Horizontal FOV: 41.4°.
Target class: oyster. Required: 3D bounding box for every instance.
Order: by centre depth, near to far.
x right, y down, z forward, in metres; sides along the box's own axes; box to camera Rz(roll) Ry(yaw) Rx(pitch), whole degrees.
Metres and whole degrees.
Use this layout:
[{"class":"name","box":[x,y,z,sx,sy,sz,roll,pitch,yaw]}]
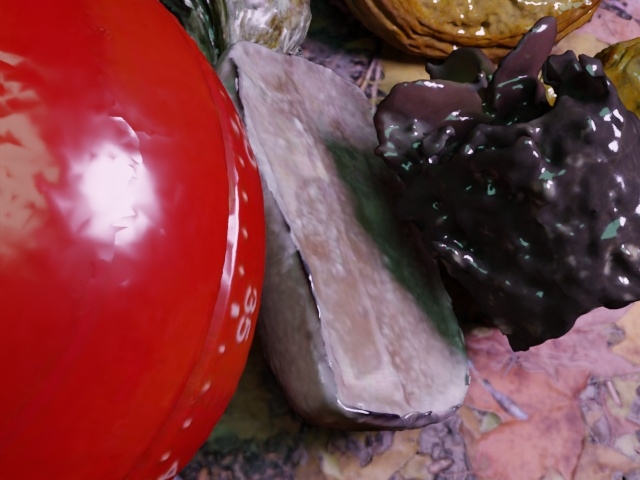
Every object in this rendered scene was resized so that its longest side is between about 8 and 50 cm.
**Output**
[{"class":"oyster","box":[-0.097,-0.255,0.715,0.162,0.158,0.351,-9,81,-16]}]

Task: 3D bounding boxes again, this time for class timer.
[{"class":"timer","box":[-0.221,0.001,0.473,0.378,0.279,0.378,-3,76,13]}]

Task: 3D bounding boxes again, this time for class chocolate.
[{"class":"chocolate","box":[0.000,0.000,0.624,0.185,0.100,0.303,6,60,-48]}]

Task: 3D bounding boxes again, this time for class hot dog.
[{"class":"hot dog","box":[0.121,-0.250,0.765,0.259,0.114,0.175,-1,72,-8]}]

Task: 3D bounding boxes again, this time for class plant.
[{"class":"plant","box":[0.152,-0.050,0.623,0.234,0.178,0.204,61,29,-2]}]

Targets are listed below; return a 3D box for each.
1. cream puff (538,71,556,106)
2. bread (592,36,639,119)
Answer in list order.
[{"class":"cream puff","box":[0.187,-0.123,0.741,0.058,0.083,0.083,-24,45,20]},{"class":"bread","box":[0.323,-0.062,0.730,0.087,0.098,0.269,-9,62,-55]}]
